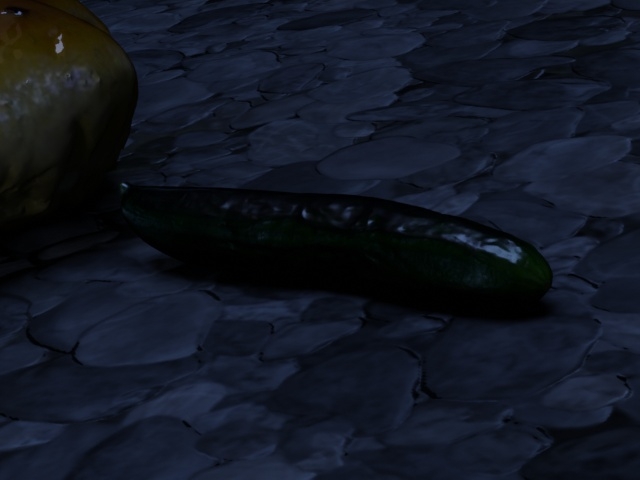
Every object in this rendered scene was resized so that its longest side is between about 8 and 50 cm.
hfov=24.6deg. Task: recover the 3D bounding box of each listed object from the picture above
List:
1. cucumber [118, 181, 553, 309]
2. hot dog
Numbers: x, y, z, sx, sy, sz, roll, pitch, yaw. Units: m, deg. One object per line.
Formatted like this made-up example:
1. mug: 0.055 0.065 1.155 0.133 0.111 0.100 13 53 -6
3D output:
1. cucumber: 0.000 0.000 0.797 0.284 0.056 0.056 10 28 35
2. hot dog: -0.309 -0.077 0.950 0.366 0.196 0.367 -16 24 -27
